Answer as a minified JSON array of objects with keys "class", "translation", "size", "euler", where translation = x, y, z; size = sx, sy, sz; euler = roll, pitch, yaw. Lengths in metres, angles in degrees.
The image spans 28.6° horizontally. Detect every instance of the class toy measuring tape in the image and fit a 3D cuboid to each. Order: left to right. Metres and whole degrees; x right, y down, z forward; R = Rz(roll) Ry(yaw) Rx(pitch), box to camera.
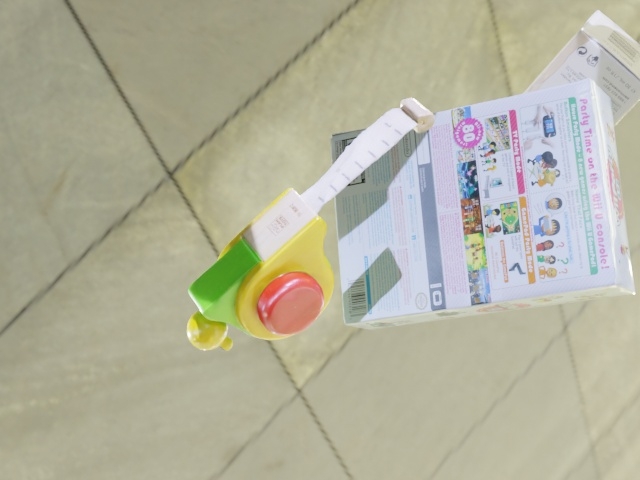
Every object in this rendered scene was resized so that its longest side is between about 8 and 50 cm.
[{"class":"toy measuring tape","translation":[0.000,0.000,1.267],"size":[0.330,0.121,0.121],"euler":[-42,145,1]}]

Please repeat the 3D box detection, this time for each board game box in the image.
[{"class":"board game box","translation":[0.172,-0.032,1.371],"size":[0.097,0.303,0.224],"euler":[20,64,-62]}]

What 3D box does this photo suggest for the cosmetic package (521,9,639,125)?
[{"class":"cosmetic package","translation":[0.279,-0.130,1.588],"size":[0.309,0.113,0.160],"euler":[-49,178,26]}]
